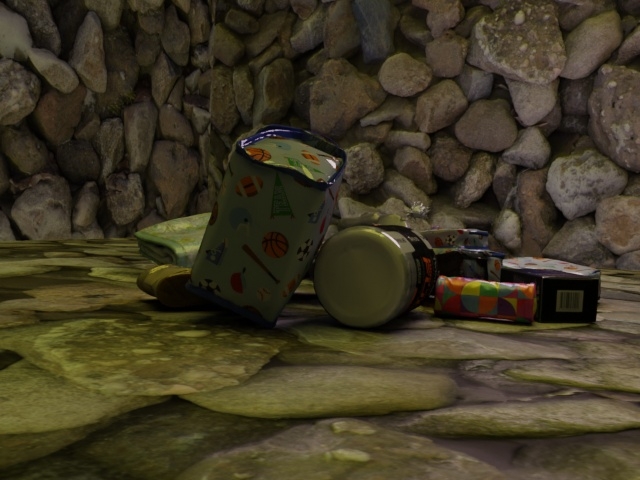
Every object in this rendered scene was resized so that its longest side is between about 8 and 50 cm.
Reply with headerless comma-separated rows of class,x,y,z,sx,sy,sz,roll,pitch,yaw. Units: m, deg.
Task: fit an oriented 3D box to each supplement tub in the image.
supplement tub,0.136,0.069,1.444,0.207,0.207,0.338,4,4,23

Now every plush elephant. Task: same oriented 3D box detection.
plush elephant,0.253,0.024,2.334,0.329,0.255,0.272,-28,50,-2

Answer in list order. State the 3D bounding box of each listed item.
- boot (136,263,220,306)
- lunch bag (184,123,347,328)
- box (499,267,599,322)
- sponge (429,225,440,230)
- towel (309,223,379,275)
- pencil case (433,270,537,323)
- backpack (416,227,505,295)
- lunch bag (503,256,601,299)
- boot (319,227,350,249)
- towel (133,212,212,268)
boot,-0.275,0.103,1.528,0.261,0.095,0.203,-2,3,-31
lunch bag,-0.094,-0.057,1.393,0.238,0.328,0.385,26,21,5
box,0.550,0.131,1.613,0.153,0.108,0.207,2,4,-14
sponge,0.369,0.059,1.927,0.210,0.117,0.031,36,-13,-31
towel,0.007,0.050,1.709,0.328,0.037,0.237,-21,-11,-2
pencil case,0.373,0.133,1.514,0.236,0.105,0.104,5,4,19
backpack,0.356,0.073,1.765,0.263,0.213,0.276,14,-7,-36
lunch bag,0.649,0.119,1.925,0.303,0.115,0.243,6,6,32
boot,0.000,-0.002,2.137,0.189,0.076,0.208,-28,24,-22
towel,-0.355,-0.005,1.987,0.320,0.090,0.374,-15,19,-31
